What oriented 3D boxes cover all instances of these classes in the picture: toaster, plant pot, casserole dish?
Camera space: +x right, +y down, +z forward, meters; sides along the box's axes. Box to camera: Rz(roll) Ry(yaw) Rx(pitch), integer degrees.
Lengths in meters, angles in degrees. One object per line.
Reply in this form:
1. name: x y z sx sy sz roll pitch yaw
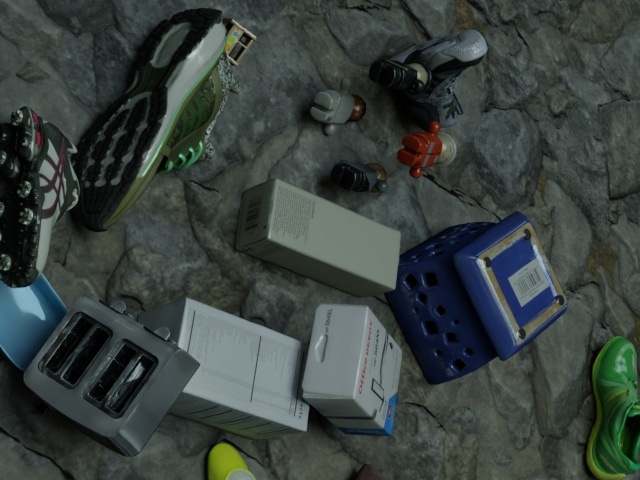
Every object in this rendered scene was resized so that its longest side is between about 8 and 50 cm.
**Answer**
1. toaster: -0.281 0.180 1.588 0.185 0.168 0.110 -55 159 -15
2. plant pot: 0.282 0.092 2.111 0.236 0.212 0.236 -30 97 -41
3. casserole dish: -0.414 0.095 1.635 0.114 0.037 0.188 -43 107 -40

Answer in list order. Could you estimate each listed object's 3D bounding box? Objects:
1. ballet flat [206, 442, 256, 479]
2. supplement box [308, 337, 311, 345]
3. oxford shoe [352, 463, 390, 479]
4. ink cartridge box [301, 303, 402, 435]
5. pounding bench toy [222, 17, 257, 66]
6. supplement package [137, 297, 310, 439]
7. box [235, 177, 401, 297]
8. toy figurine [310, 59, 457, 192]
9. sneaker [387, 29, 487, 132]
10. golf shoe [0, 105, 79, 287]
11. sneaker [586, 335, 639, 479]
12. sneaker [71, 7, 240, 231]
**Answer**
1. ballet flat: -0.108 0.410 1.774 0.077 0.077 0.231 -4 80 -40
2. supplement box: 0.025 0.186 1.968 0.083 0.056 0.083 40 55 -25
3. oxford shoe: 0.157 0.461 1.977 0.271 0.097 0.098 39 49 -25
4. ink cartridge box: 0.052 0.200 1.832 0.203 0.086 0.148 52 43 -60
5. pounding bench toy: -0.154 -0.323 1.973 0.052 0.083 0.065 35 89 -25
6. supplement package: -0.144 0.195 1.769 0.244 0.134 0.139 25 62 -33
7. box: 0.000 0.000 1.977 0.275 0.094 0.113 24 63 -34
8. toy figurine: 0.108 -0.192 2.052 0.148 0.209 0.213 -9 76 -58
9. sneaker: 0.224 -0.279 2.140 0.101 0.268 0.153 -34 105 -26
10. golf shoe: -0.378 -0.054 1.642 0.120 0.105 0.272 26 48 -43
11. sneaker: 0.603 0.331 2.372 0.109 0.123 0.295 26 61 -32
12. sneaker: -0.220 -0.158 1.818 0.182 0.158 0.410 52 53 -39
